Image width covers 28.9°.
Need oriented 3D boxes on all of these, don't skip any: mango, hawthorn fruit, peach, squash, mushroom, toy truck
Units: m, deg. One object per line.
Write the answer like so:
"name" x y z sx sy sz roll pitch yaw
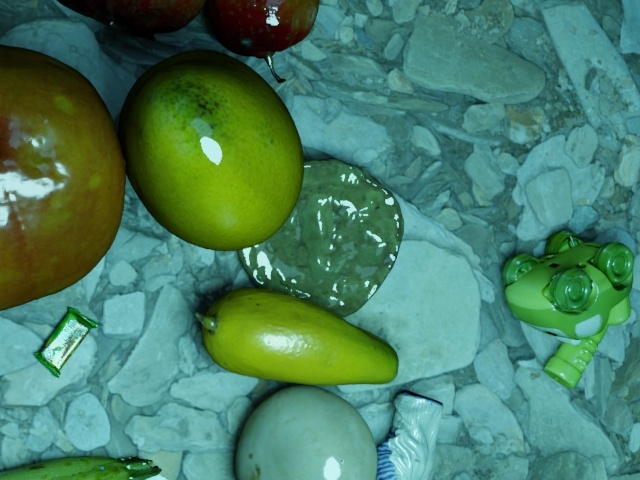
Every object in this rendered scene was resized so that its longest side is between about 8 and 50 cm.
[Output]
"mango" -0.026 0.137 1.654 0.317 0.176 0.119 17 81 -24
"hawthorn fruit" -0.236 -0.388 1.616 0.215 0.215 0.249 17 78 -17
"peach" -0.403 -0.075 1.477 0.343 0.302 0.342 1 86 -20
"mango" -0.136 -0.113 1.535 0.221 0.378 0.263 -30 88 -2
"hawthorn fruit" -0.075 -0.309 1.687 0.157 0.157 0.194 -9 92 -19
"squash" -0.362 0.325 1.570 0.341 0.094 0.094 -7 88 -20
"mushroom" -0.005 0.295 1.661 0.204 0.204 0.204 2 85 -19
"toy truck" 0.378 0.090 1.822 0.187 0.148 0.210 -42 119 -21

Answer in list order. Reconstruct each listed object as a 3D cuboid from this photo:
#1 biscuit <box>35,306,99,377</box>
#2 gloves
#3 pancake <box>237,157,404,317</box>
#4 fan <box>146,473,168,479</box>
"biscuit" -0.335 0.132 1.633 0.046 0.016 0.089 39 75 -12
"gloves" 0.124 0.324 1.736 0.119 0.097 0.229 28 61 -60
"pancake" 0.000 0.000 1.744 0.242 0.050 0.241 -1 96 -12
"fan" -0.212 0.367 1.661 0.175 0.005 0.113 10 82 -16
